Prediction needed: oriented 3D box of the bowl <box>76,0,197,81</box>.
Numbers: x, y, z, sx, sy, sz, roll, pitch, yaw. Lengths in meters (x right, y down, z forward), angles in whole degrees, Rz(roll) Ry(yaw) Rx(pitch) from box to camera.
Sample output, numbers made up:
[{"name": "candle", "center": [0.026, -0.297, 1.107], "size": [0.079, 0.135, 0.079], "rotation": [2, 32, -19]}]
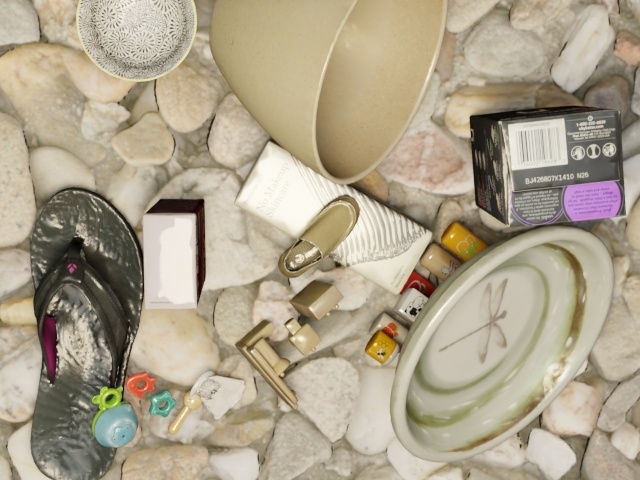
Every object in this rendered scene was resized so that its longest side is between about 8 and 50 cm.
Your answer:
[{"name": "bowl", "center": [-0.258, -0.312, 1.746], "size": [0.170, 0.080, 0.170], "rotation": [0, 97, -2]}]

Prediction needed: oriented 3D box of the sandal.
[{"name": "sandal", "center": [-0.346, 0.148, 1.788], "size": [0.167, 0.107, 0.446], "rotation": [2, 98, -2]}]

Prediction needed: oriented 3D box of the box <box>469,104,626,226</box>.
[{"name": "box", "center": [0.308, -0.109, 1.692], "size": [0.165, 0.270, 0.143], "rotation": [-5, 97, -1]}]

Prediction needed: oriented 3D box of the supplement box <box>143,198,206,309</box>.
[{"name": "supplement box", "center": [-0.201, 0.015, 1.708], "size": [0.073, 0.239, 0.130], "rotation": [0, 97, -3]}]

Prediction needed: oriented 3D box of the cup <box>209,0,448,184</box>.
[{"name": "cup", "center": [-0.010, -0.271, 1.667], "size": [0.236, 0.331, 0.331], "rotation": [25, 97, 24]}]

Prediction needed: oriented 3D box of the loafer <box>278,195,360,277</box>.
[{"name": "loafer", "center": [0.000, 0.000, 1.713], "size": [0.056, 0.050, 0.148], "rotation": [41, 97, -7]}]

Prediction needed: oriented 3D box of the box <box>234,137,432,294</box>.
[{"name": "box", "center": [0.018, -0.036, 1.782], "size": [0.275, 0.094, 0.113], "rotation": [28, 97, -5]}]

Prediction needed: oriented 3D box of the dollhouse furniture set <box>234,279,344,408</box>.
[{"name": "dollhouse furniture set", "center": [-0.017, 0.156, 1.795], "size": [0.151, 0.144, 0.123], "rotation": [-42, 102, -11]}]

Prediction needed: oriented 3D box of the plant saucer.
[{"name": "plant saucer", "center": [0.240, 0.132, 1.737], "size": [0.400, 0.100, 0.401], "rotation": [-23, 134, -26]}]

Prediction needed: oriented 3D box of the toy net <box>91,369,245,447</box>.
[{"name": "toy net", "center": [-0.225, 0.229, 1.803], "size": [0.232, 0.045, 0.122], "rotation": [-17, 117, -24]}]

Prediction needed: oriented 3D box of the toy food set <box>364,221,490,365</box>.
[{"name": "toy food set", "center": [0.165, 0.096, 1.790], "size": [0.104, 0.111, 0.232], "rotation": [35, 80, -8]}]
